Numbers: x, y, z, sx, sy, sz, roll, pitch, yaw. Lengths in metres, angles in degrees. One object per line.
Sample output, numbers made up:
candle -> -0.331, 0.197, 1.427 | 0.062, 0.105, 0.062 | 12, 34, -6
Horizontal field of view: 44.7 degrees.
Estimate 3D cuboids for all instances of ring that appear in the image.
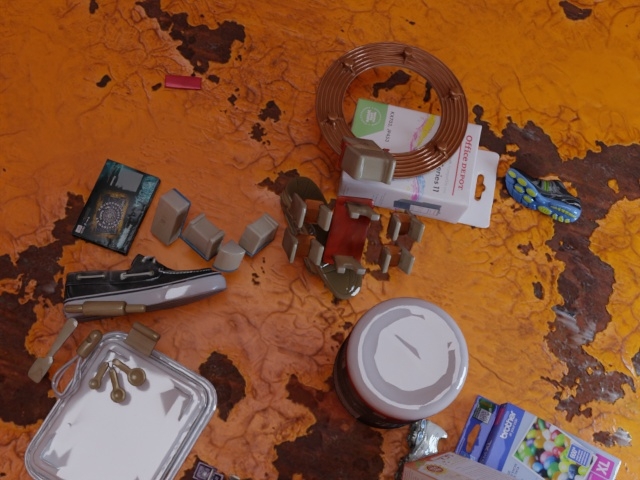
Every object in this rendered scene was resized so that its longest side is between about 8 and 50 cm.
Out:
ring -> 0.157, -0.290, 1.683 | 0.336, 0.032, 0.336 | 2, 70, -5

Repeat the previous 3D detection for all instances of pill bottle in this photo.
pill bottle -> 0.133, 0.244, 1.465 | 0.210, 0.363, 0.210 | 1, 73, -5

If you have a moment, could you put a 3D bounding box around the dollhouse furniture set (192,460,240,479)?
dollhouse furniture set -> -0.218, 0.496, 1.503 | 0.091, 0.081, 0.114 | 22, 73, 2

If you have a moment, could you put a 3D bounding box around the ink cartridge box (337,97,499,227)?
ink cartridge box -> 0.230, -0.168, 1.726 | 0.353, 0.119, 0.207 | 12, 71, -1

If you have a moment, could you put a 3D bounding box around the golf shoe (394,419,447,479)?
golf shoe -> 0.204, 0.450, 1.568 | 0.086, 0.069, 0.176 | 23, 73, -4

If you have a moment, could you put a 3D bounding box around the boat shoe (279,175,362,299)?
boat shoe -> 0.000, 0.000, 1.681 | 0.104, 0.089, 0.285 | -19, 79, -26

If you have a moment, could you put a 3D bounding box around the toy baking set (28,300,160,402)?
toy baking set -> -0.441, 0.211, 1.510 | 0.256, 0.030, 0.197 | 4, 80, 6

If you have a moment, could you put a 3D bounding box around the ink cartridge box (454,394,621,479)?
ink cartridge box -> 0.435, 0.461, 1.588 | 0.311, 0.065, 0.186 | 27, 72, 5

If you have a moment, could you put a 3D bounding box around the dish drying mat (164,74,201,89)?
dish drying mat -> -0.316, -0.364, 1.794 | 0.083, 0.008, 0.032 | 3, 74, -5

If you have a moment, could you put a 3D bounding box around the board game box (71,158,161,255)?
board game box -> -0.440, -0.072, 1.684 | 0.126, 0.026, 0.186 | 21, 72, 1

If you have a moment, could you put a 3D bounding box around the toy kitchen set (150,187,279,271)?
toy kitchen set -> -0.224, -0.029, 1.665 | 0.207, 0.122, 0.166 | 41, 47, 10

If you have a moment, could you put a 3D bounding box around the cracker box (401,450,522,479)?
cracker box -> 0.287, 0.472, 1.453 | 0.156, 0.232, 0.067 | 3, 96, -47

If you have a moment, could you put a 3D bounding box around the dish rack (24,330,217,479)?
dish rack -> -0.395, 0.368, 1.534 | 0.285, 0.072, 0.333 | 30, 74, 3

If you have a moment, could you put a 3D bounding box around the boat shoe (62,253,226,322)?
boat shoe -> -0.364, 0.083, 1.594 | 0.335, 0.121, 0.119 | -9, 78, -6

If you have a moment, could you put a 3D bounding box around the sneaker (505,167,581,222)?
sneaker -> 0.506, -0.109, 1.772 | 0.188, 0.067, 0.078 | 29, 52, 5

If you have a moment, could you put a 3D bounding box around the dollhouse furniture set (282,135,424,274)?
dollhouse furniture set -> 0.069, -0.067, 1.580 | 0.262, 0.135, 0.259 | 6, 111, -19
